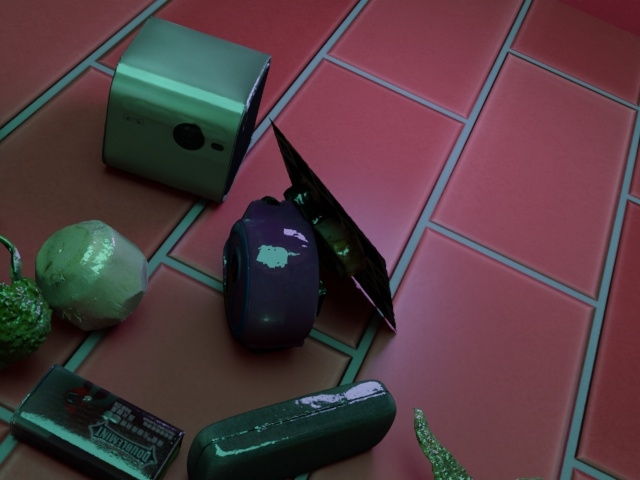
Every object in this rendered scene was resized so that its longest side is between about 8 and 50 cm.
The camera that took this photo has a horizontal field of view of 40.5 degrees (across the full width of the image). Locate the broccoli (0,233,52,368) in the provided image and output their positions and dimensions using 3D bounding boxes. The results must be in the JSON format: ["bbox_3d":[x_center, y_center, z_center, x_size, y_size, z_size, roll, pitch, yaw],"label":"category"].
[{"bbox_3d":[-0.549,0.079,1.304,0.254,0.186,0.302,-34,61,3],"label":"broccoli"}]

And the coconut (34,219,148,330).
[{"bbox_3d":[-0.360,0.064,1.394,0.170,0.183,0.171,-17,50,21],"label":"coconut"}]

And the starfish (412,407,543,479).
[{"bbox_3d":[0.275,0.421,1.334,0.293,0.084,0.302,12,49,-15],"label":"starfish"}]

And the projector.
[{"bbox_3d":[-0.254,-0.250,1.661,0.249,0.249,0.248,19,44,-2],"label":"projector"}]

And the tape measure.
[{"bbox_3d":[-0.081,0.056,1.451,0.149,0.232,0.245,2,52,-18],"label":"tape measure"}]

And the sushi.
[{"bbox_3d":[0.000,0.000,1.516,0.068,0.320,0.339,-34,64,-9],"label":"sushi"}]

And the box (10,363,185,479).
[{"bbox_3d":[-0.322,0.280,1.263,0.224,0.069,0.120,28,45,5],"label":"box"}]

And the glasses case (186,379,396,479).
[{"bbox_3d":[-0.039,0.297,1.303,0.323,0.131,0.074,-11,49,-28],"label":"glasses case"}]
